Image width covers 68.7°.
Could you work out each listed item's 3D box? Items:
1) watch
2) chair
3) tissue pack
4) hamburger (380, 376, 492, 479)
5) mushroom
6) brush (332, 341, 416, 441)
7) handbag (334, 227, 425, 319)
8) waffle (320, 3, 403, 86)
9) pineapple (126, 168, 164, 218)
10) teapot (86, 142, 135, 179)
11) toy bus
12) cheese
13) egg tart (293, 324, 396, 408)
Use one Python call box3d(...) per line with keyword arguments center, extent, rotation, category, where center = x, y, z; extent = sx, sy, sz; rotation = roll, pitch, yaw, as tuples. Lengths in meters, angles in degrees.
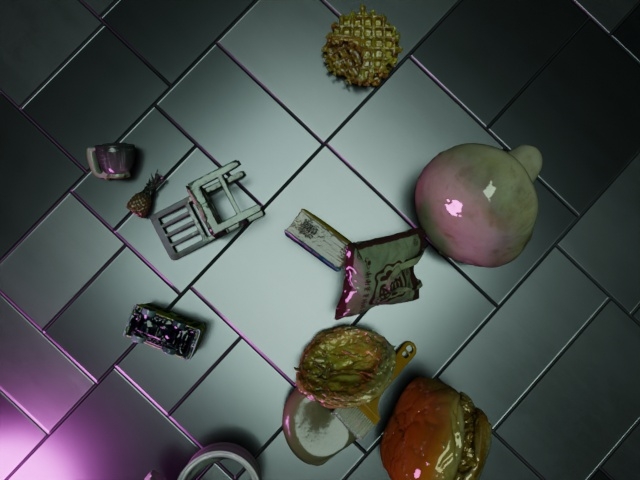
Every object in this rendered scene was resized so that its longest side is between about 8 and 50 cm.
box3d(center=(-0.263, 0.585, 1.095), extent=(0.231, 0.196, 0.244), rotation=(-38, 86, -10), category="watch")
box3d(center=(-0.282, -0.067, 1.133), extent=(0.270, 0.147, 0.137), rotation=(-26, 90, -4), category="chair")
box3d(center=(0.000, 0.000, 1.154), extent=(0.169, 0.120, 0.082), rotation=(36, 85, 1), category="tissue pack")
box3d(center=(0.249, 0.467, 1.061), extent=(0.158, 0.318, 0.319), rotation=(25, 87, -6), category="hamburger")
box3d(center=(0.398, -0.115, 1.121), extent=(0.336, 0.314, 0.314), rotation=(-40, 90, -29), category="mushroom")
box3d(center=(0.151, 0.355, 1.160), extent=(0.103, 0.013, 0.272), rotation=(46, 69, -1), category="brush")
box3d(center=(0.146, 0.080, 1.113), extent=(0.234, 0.127, 0.213), rotation=(-10, 120, -24), category="handbag")
box3d(center=(0.107, -0.493, 1.200), extent=(0.192, 0.070, 0.197), rotation=(28, 87, -2), category="waffle")
box3d(center=(-0.431, -0.117, 1.178), extent=(0.058, 0.058, 0.124), rotation=(37, 81, -1), category="pineapple")
box3d(center=(-0.515, -0.198, 1.171), extent=(0.092, 0.124, 0.091), rotation=(-13, 108, -42), category="teapot")
box3d(center=(-0.371, 0.218, 1.140), extent=(0.174, 0.101, 0.088), rotation=(20, 87, 4), category="toy bus")
box3d(center=(-0.010, 0.444, 1.152), extent=(0.175, 0.091, 0.203), rotation=(-27, 89, -4), category="cheese")
box3d(center=(0.065, 0.309, 1.123), extent=(0.252, 0.232, 0.099), rotation=(-13, 128, 10), category="egg tart")
